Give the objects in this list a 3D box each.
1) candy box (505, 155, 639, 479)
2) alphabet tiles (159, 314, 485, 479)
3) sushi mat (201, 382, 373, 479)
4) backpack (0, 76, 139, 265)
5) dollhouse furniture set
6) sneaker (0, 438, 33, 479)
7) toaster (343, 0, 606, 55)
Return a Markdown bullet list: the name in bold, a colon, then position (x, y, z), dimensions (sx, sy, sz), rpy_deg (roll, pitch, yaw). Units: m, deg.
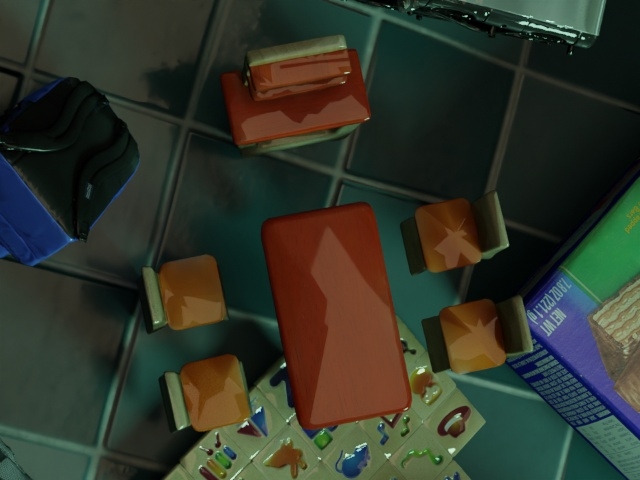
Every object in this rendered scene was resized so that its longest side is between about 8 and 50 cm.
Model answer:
- **candy box**: position (0.333, 0.082, 1.394), dimensions (0.317, 0.122, 0.268), rpy_deg (44, 76, 0)
- **alphabet tiles**: position (0.011, 0.178, 1.352), dimensions (0.237, 0.009, 0.198), rpy_deg (-45, 108, -15)
- **sushi mat**: position (-0.093, 0.252, 1.328), dimensions (0.316, 0.019, 0.151), rpy_deg (-41, 106, -16)
- **backpack**: position (-0.192, -0.053, 1.236), dimensions (0.098, 0.101, 0.120), rpy_deg (56, 41, -18)
- **dollhouse furniture set**: position (0.000, 0.000, 1.263), dimensions (0.262, 0.135, 0.259), rpy_deg (-12, 84, -7)
- **sneaker**: position (-0.247, 0.103, 1.217), dimensions (0.268, 0.101, 0.153), rpy_deg (39, 68, -28)
- **toaster**: position (0.112, -0.207, 1.304), dimensions (0.168, 0.185, 0.110), rpy_deg (10, 98, -21)
